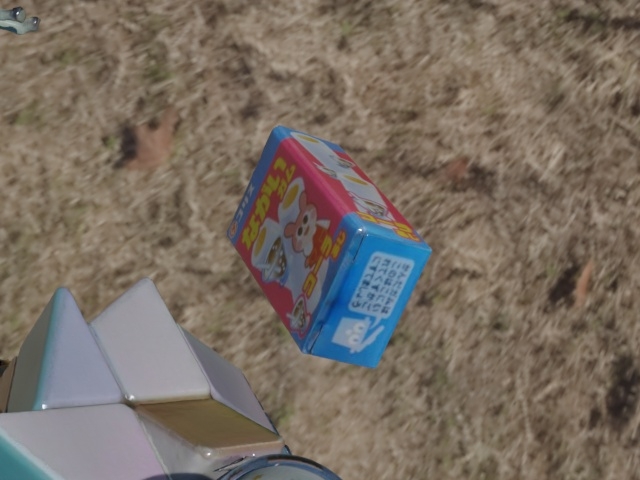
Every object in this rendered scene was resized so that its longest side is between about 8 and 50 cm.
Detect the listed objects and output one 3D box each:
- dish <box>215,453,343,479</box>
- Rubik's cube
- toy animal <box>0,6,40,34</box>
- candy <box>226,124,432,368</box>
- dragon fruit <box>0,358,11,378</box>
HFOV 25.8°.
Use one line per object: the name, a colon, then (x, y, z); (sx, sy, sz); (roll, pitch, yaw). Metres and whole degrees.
dish: (-0.043, 0.248, 0.838); (0.086, 0.227, 0.236); (-20, 139, 37)
Rubik's cube: (-0.170, 0.244, 1.192); (0.358, 0.368, 0.387); (-54, 55, 30)
toy animal: (-0.367, -0.348, 1.577); (0.170, 0.090, 0.255); (2, 80, 2)
candy: (0.001, 0.000, 1.588); (0.100, 0.306, 0.157); (15, 109, -28)
dragon fruit: (-0.358, 0.186, 1.515); (0.208, 0.150, 0.133); (-17, 73, 13)
